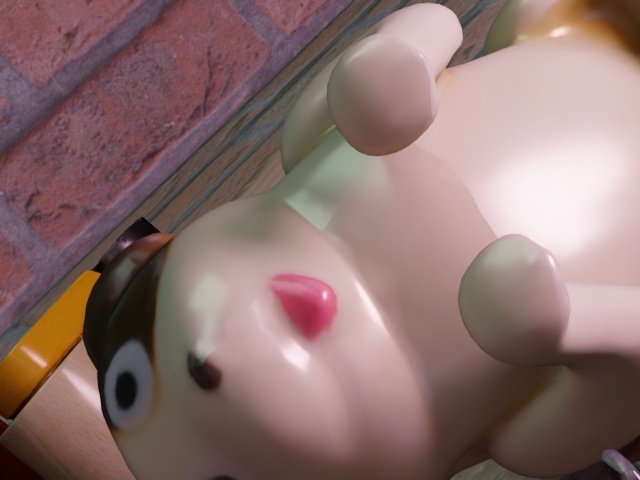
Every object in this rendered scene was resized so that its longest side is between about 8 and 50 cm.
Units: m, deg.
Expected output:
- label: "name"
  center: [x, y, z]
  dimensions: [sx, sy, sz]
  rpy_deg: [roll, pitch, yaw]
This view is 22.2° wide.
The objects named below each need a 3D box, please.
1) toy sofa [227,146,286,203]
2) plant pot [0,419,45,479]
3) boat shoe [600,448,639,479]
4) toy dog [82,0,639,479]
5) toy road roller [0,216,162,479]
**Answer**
- label: "toy sofa"
  center: [0.000, 0.000, 1.522]
  dimensions: [0.177, 0.150, 0.362]
  rpy_deg: [-33, 11, 31]
- label: "plant pot"
  center: [-0.402, 0.303, 1.512]
  dimensions: [0.236, 0.267, 0.267]
  rpy_deg: [-48, 9, 21]
- label: "boat shoe"
  center: [0.192, 0.117, 0.555]
  dimensions: [0.156, 0.187, 0.500]
  rpy_deg: [-38, 7, 35]
- label: "toy dog"
  center: [0.064, 0.015, 0.912]
  dimensions: [0.408, 0.284, 0.395]
  rpy_deg: [-30, -6, -18]
- label: "toy road roller"
  center: [-0.191, 0.160, 1.499]
  dimensions: [0.240, 0.202, 0.329]
  rpy_deg: [-49, 3, 30]
